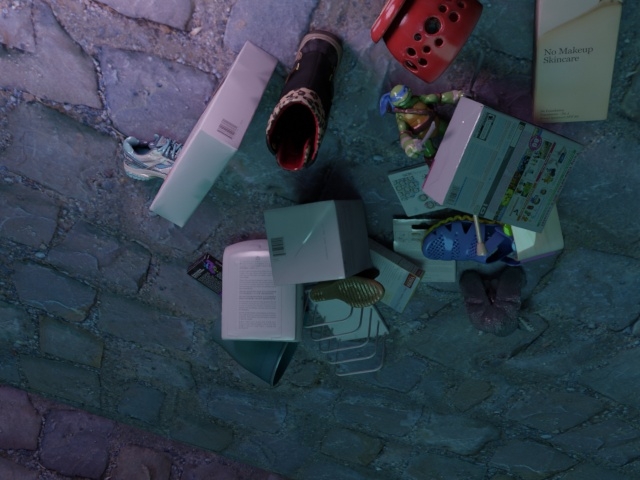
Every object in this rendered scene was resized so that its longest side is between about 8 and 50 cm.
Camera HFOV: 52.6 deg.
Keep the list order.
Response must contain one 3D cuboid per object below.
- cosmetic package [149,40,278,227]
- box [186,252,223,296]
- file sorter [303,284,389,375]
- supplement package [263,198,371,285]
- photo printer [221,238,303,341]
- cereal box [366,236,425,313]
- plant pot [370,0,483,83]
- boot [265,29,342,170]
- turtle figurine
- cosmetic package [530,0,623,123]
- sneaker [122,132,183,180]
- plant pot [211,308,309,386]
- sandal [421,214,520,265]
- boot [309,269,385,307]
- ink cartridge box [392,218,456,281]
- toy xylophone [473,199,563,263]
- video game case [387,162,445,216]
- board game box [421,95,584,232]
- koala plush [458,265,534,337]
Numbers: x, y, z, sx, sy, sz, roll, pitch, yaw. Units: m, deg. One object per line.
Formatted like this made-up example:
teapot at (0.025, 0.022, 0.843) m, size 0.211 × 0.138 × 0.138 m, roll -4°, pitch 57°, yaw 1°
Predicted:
cosmetic package at (-0.243, -0.251, 1.501) m, size 0.097 × 0.377 × 0.284 m, roll 29°, pitch 133°, yaw -14°
box at (-0.346, 0.117, 2.138) m, size 0.162 × 0.029 × 0.116 m, roll 37°, pitch 130°, yaw -24°
file sorter at (0.080, 0.285, 2.105) m, size 0.192 × 0.173 × 0.278 m, roll -13°, pitch 129°, yaw 24°
supplement package at (0.000, 0.000, 1.732) m, size 0.198 × 0.262 × 0.199 m, roll -7°, pitch 91°, yaw 20°
photo printer at (-0.176, 0.150, 1.970) m, size 0.256 × 0.308 × 0.107 m, roll -1°, pitch 176°, yaw 11°
cereal box at (0.175, 0.094, 1.927) m, size 0.240 × 0.047 × 0.173 m, roll 32°, pitch 136°, yaw 11°
plant pot at (0.212, -0.451, 1.341) m, size 0.174 × 0.191 × 0.191 m, roll 32°, pitch 133°, yaw -6°
boot at (-0.050, -0.263, 1.510) m, size 0.138 × 0.284 × 0.377 m, roll 18°, pitch 134°, yaw -5°
turtle figurine at (0.285, -0.251, 1.500) m, size 0.274 × 0.198 × 0.266 m, roll -8°, pitch 142°, yaw 38°
cosmetic package at (0.530, -0.407, 1.358) m, size 0.160 × 0.113 × 0.309 m, roll -2°, pitch 135°, yaw 15°
sneaker at (-0.413, -0.223, 1.762) m, size 0.283 × 0.110 × 0.122 m, roll 4°, pitch 131°, yaw 9°
plant pot at (-0.209, 0.304, 2.142) m, size 0.255 × 0.272 × 0.272 m, roll 25°, pitch 136°, yaw 9°
sandal at (0.432, 0.010, 1.747) m, size 0.317 × 0.138 × 0.126 m, roll -7°, pitch 131°, yaw 7°
boot at (0.112, 0.113, 1.806) m, size 0.248 × 0.207 × 0.090 m, roll -5°, pitch 103°, yaw 39°
ink cartridge box at (0.305, 0.021, 1.886) m, size 0.181 × 0.056 × 0.225 m, roll 1°, pitch 123°, yaw 13°
toy xylophone at (0.483, -0.086, 1.602) m, size 0.236 × 0.081 × 0.323 m, roll -8°, pitch 106°, yaw 5°
video game case at (0.276, -0.138, 1.748) m, size 0.143 × 0.019 × 0.157 m, roll -13°, pitch 130°, yaw 24°
board game box at (0.404, -0.161, 1.430) m, size 0.303 × 0.097 × 0.224 m, roll 14°, pitch 108°, yaw -27°
koala plush at (0.532, 0.219, 1.939) m, size 0.196 × 0.203 × 0.221 m, roll -9°, pitch 143°, yaw 22°
